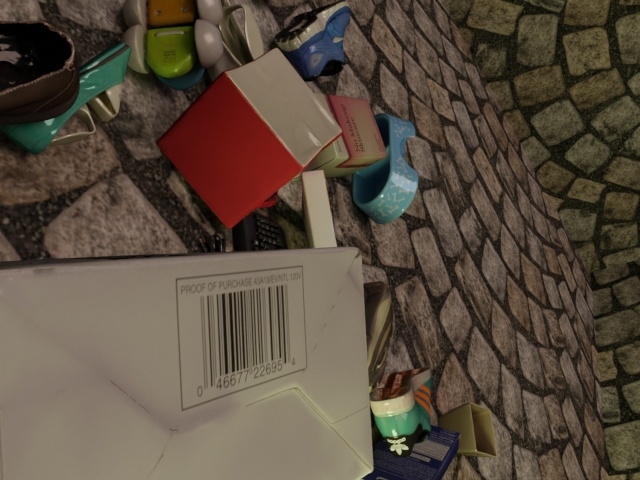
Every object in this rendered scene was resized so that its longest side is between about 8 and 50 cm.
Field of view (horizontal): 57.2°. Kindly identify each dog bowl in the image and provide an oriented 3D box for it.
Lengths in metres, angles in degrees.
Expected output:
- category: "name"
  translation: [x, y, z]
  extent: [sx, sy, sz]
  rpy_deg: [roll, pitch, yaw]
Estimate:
- category: "dog bowl"
  translation: [0.147, -0.184, 1.417]
  extent: [0.074, 0.166, 0.297]
  rpy_deg: [25, 51, -31]

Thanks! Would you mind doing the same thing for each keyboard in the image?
- category: "keyboard"
  translation: [-0.106, 0.090, 0.984]
  extent: [0.201, 0.033, 0.317]
  rpy_deg: [14, 55, -45]

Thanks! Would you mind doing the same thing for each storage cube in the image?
- category: "storage cube"
  translation: [-0.111, -0.171, 0.979]
  extent: [0.215, 0.193, 0.183]
  rpy_deg: [50, 36, -8]

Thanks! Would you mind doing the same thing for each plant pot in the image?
- category: "plant pot"
  translation: [0.337, 0.448, 1.367]
  extent: [0.109, 0.096, 0.109]
  rpy_deg: [30, 49, -42]

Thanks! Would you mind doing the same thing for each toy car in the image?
- category: "toy car"
  translation: [-0.240, -0.334, 0.987]
  extent: [0.136, 0.159, 0.182]
  rpy_deg: [84, 1, -65]

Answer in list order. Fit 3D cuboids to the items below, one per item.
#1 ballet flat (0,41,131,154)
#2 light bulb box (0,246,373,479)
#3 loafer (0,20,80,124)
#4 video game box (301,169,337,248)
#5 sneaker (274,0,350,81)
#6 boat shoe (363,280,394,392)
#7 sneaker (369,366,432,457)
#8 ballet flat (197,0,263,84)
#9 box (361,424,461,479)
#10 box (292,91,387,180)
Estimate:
- category: "ballet flat"
  translation: [-0.332, -0.191, 0.811]
  extent: [0.087, 0.083, 0.247]
  rpy_deg: [61, 38, -25]
- category: "light bulb box"
  translation: [-0.199, 0.127, 0.517]
  extent: [0.358, 0.361, 0.225]
  rpy_deg: [-2, 89, -55]
- category: "loafer"
  translation: [-0.414, -0.172, 0.581]
  extent: [0.366, 0.130, 0.134]
  rpy_deg: [-27, 94, -39]
- category: "video game box"
  translation: [0.000, 0.000, 1.102]
  extent: [0.187, 0.048, 0.205]
  rpy_deg: [102, -20, -71]
- category: "sneaker"
  translation: [-0.002, -0.479, 1.428]
  extent: [0.330, 0.130, 0.147]
  rpy_deg: [-59, 134, -47]
- category: "boat shoe"
  translation: [0.067, 0.227, 1.082]
  extent: [0.130, 0.132, 0.355]
  rpy_deg: [62, 41, -27]
- category: "sneaker"
  translation: [0.167, 0.333, 1.167]
  extent: [0.302, 0.108, 0.121]
  rpy_deg: [-4, 82, -70]
- category: "ballet flat"
  translation: [-0.194, -0.433, 1.096]
  extent: [0.139, 0.139, 0.400]
  rpy_deg: [-32, 98, -57]
- category: "box"
  translation: [0.167, 0.416, 1.111]
  extent: [0.225, 0.136, 0.036]
  rpy_deg: [-23, 118, -57]
- category: "box"
  translation: [0.024, -0.225, 1.286]
  extent: [0.232, 0.127, 0.148]
  rpy_deg: [-15, 84, -57]
